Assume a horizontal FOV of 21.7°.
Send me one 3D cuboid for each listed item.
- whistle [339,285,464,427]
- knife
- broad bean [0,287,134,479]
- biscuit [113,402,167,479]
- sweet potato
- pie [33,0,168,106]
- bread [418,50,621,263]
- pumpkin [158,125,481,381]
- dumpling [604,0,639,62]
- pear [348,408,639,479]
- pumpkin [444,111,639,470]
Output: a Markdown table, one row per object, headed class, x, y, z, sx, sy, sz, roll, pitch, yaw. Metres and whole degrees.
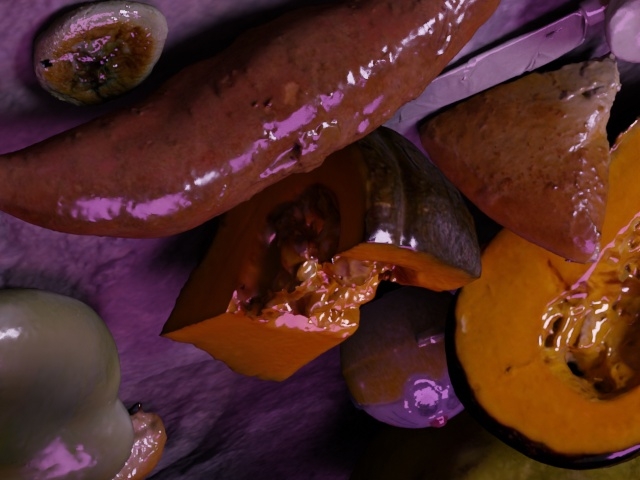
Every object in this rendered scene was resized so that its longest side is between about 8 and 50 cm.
| class | x | y | z | sx | sy | sz | roll | pitch | yaw |
| --- | --- | --- | --- | --- | --- | --- | --- | --- | --- |
| whistle | 0.069 | 0.112 | 1.383 | 0.123 | 0.123 | 0.223 | -17 | 164 | -16 |
| knife | 0.168 | -0.143 | 1.132 | 0.298 | 0.017 | 0.047 | -28 | 155 | 3 |
| broad bean | -0.219 | 0.112 | 1.171 | 0.169 | 0.100 | 0.228 | -27 | 140 | -15 |
| biscuit | -0.212 | 0.193 | 1.337 | 0.183 | 0.061 | 0.118 | -13 | 150 | -24 |
| sweet potato | -0.037 | -0.075 | 0.988 | 0.354 | 0.095 | 0.106 | -25 | 127 | -13 |
| pie | -0.126 | -0.106 | 0.955 | 0.084 | 0.021 | 0.084 | -20 | 150 | -12 |
| bread | 0.135 | -0.068 | 1.160 | 0.136 | 0.154 | 0.054 | 7 | 163 | 10 |
| pumpkin | -0.004 | -0.001 | 1.136 | 0.131 | 0.126 | 0.248 | 12 | 151 | -41 |
| dumpling | 0.271 | -0.165 | 1.074 | 0.134 | 0.100 | 0.169 | 37 | 86 | -37 |
| pear | 0.195 | 0.274 | 1.515 | 0.352 | 0.352 | 0.413 | -25 | 161 | -1 |
| pumpkin | 0.236 | 0.013 | 1.283 | 0.325 | 0.242 | 0.232 | -41 | 175 | 8 |
